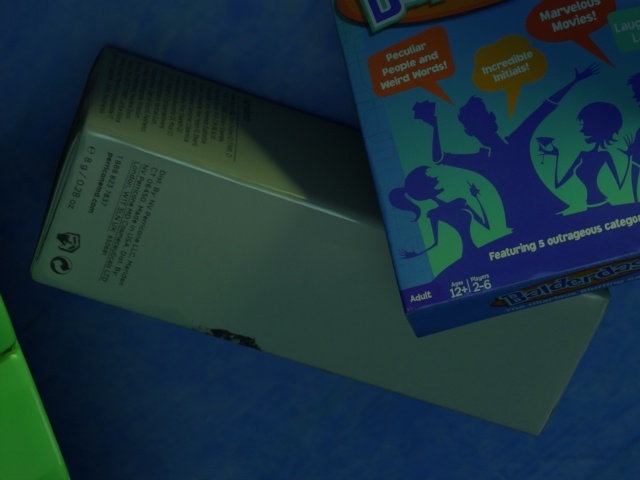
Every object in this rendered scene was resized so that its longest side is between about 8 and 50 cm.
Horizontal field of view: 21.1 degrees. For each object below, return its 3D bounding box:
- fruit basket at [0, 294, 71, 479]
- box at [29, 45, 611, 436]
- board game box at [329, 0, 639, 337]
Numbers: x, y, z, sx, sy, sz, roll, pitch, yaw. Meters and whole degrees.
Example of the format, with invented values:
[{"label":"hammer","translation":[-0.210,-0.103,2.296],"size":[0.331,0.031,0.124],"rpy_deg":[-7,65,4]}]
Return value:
[{"label":"fruit basket","translation":[-0.313,0.146,0.874],"size":[0.392,0.283,0.392],"rpy_deg":[-7,113,-17]},{"label":"box","translation":[0.000,0.000,0.875],"size":[0.275,0.113,0.094],"rpy_deg":[19,116,-9]},{"label":"board game box","translation":[0.095,-0.077,0.799],"size":[0.160,0.210,0.047],"rpy_deg":[-16,160,6]}]
